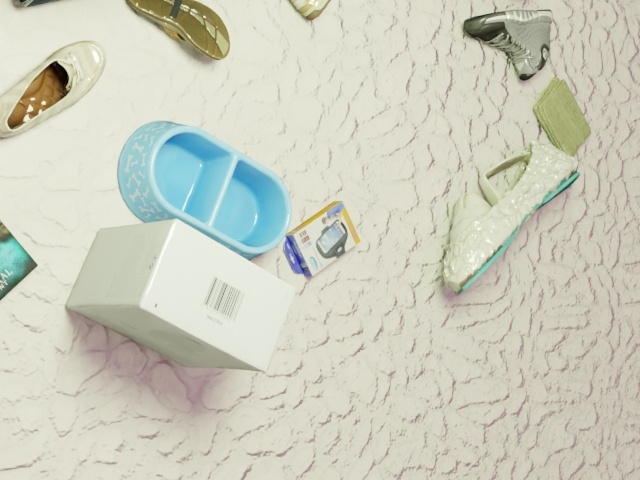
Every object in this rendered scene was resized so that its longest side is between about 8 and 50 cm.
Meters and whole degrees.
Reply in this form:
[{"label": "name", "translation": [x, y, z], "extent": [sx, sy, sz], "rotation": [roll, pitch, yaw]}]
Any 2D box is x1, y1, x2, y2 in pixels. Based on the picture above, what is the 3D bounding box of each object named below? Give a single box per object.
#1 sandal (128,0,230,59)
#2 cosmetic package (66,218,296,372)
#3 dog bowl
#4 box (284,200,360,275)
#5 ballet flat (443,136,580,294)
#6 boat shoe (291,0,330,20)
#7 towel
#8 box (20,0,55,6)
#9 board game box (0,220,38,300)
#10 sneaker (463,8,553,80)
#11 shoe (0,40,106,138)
[{"label": "sandal", "translation": [-0.218, -0.337, 1.774], "extent": [0.180, 0.049, 0.072], "rotation": [28, 66, -18]}, {"label": "cosmetic package", "translation": [-0.200, 0.082, 1.656], "extent": [0.224, 0.225, 0.138], "rotation": [32, 67, -32]}, {"label": "dog bowl", "translation": [-0.167, -0.074, 1.782], "extent": [0.297, 0.074, 0.166], "rotation": [30, 71, -32]}, {"label": "box", "translation": [0.000, 0.000, 1.935], "extent": [0.136, 0.028, 0.081], "rotation": [-37, 110, -34]}, {"label": "ballet flat", "translation": [0.324, -0.056, 2.143], "extent": [0.409, 0.147, 0.147], "rotation": [-41, 112, -34]}, {"label": "boat shoe", "translation": [0.011, -0.461, 1.941], "extent": [0.072, 0.068, 0.190], "rotation": [38, 66, -17]}, {"label": "towel", "translation": [0.482, -0.242, 2.312], "extent": [0.110, 0.027, 0.148], "rotation": [-49, 115, -29]}, {"label": "box", "translation": [-0.222, -0.498, 1.605], "extent": [0.395, 0.293, 0.212], "rotation": [-22, 95, -35]}, {"label": "board game box", "translation": [-0.488, 0.048, 1.561], "extent": [0.186, 0.026, 0.126], "rotation": [-48, 116, -28]}, {"label": "sneaker", "translation": [0.367, -0.367, 2.195], "extent": [0.229, 0.086, 0.132], "rotation": [-12, 98, -38]}, {"label": "shoe", "translation": [-0.378, -0.213, 1.634], "extent": [0.219, 0.058, 0.076], "rotation": [-45, 114, -30]}]
